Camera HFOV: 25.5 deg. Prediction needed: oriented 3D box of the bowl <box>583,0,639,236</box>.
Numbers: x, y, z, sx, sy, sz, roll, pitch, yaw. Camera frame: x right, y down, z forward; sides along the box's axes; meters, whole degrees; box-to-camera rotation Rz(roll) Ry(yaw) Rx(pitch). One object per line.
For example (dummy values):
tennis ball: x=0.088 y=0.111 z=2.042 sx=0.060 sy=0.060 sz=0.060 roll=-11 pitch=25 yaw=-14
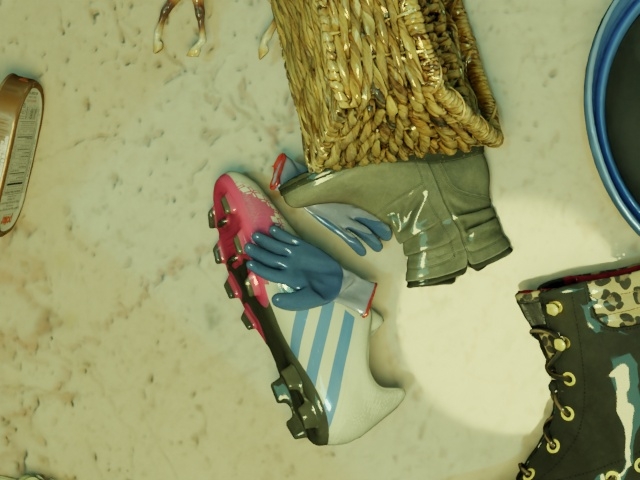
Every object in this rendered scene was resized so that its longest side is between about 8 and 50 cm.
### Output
bowl: x=0.463 y=-0.137 z=1.470 sx=0.391 sy=0.077 sz=0.391 roll=0 pitch=84 yaw=0

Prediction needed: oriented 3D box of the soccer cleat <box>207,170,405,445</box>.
soccer cleat: x=-0.015 y=0.067 z=1.594 sx=0.143 sy=0.116 sz=0.331 roll=-19 pitch=79 yaw=-22

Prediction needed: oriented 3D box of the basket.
basket: x=0.076 y=-0.246 z=1.438 sx=0.223 sy=0.213 sz=0.299 roll=-9 pitch=71 yaw=-12

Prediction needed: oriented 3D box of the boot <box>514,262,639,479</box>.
boot: x=0.261 y=0.188 z=1.526 sx=0.377 sy=0.138 sz=0.284 roll=-14 pitch=92 yaw=6

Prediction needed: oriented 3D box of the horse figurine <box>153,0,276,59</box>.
horse figurine: x=-0.095 y=-0.292 z=1.598 sx=0.263 sy=0.066 sz=0.174 roll=5 pitch=99 yaw=10

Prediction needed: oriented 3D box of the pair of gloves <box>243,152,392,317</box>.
pair of gloves: x=0.000 y=0.000 z=1.552 sx=0.159 sy=0.023 sz=0.198 roll=25 pitch=57 yaw=-13

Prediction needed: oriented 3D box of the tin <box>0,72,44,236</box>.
tin: x=-0.360 y=-0.096 z=1.631 sx=0.040 sy=0.106 sz=0.190 roll=14 pitch=96 yaw=8

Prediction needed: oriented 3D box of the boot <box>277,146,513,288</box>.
boot: x=0.087 y=-0.021 z=1.540 sx=0.246 sy=0.083 sz=0.161 roll=-12 pitch=90 yaw=-14

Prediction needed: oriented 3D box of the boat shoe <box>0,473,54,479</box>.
boat shoe: x=-0.341 y=0.321 z=1.651 sx=0.302 sy=0.109 sz=0.094 roll=4 pitch=92 yaw=12
